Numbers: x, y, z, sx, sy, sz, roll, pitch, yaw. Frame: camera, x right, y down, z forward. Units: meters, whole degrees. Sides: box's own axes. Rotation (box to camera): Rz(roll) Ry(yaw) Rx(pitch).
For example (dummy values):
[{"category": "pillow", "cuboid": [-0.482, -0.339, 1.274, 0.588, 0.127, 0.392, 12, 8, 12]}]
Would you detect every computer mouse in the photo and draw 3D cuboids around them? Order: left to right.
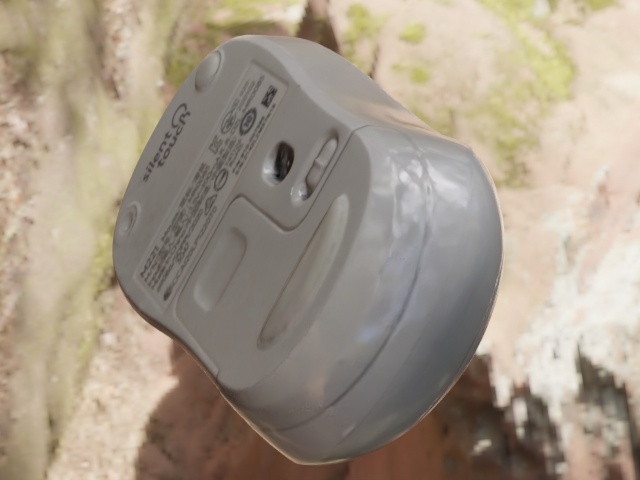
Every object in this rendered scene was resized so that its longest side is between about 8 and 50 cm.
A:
[{"category": "computer mouse", "cuboid": [0.000, 0.000, 0.795, 0.121, 0.297, 0.184, 23, 95, -27]}]
